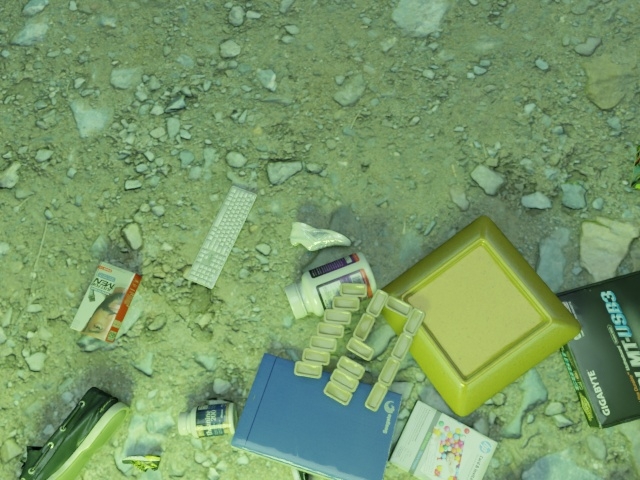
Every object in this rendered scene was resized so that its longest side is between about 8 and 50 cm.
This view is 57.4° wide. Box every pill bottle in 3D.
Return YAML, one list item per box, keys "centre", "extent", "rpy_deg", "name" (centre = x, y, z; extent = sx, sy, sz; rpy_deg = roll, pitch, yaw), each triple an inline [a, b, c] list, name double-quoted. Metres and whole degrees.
- centre: [0.022, 0.107, 1.317]
  extent: [0.193, 0.108, 0.108]
  rpy_deg: [-20, 74, -3]
  name: "pill bottle"
- centre: [-0.243, 0.391, 1.266]
  extent: [0.120, 0.067, 0.067]
  rpy_deg: [-6, 73, 1]
  name: "pill bottle"

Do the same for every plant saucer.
- centre: [0.331, 0.154, 1.267]
  extent: [0.332, 0.081, 0.333]
  rpy_deg: [-37, 73, 2]
  name: "plant saucer"

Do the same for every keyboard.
- centre: [-0.237, -0.011, 1.414]
  extent: [0.072, 0.014, 0.256]
  rpy_deg: [21, 75, 9]
  name: "keyboard"

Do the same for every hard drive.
- centre: [-0.004, 0.384, 1.246]
  extent: [0.318, 0.040, 0.210]
  rpy_deg: [15, 59, 7]
  name: "hard drive"

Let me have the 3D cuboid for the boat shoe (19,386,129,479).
- centre: [-0.565, 0.455, 1.233]
  extent: [0.113, 0.127, 0.340]
  rpy_deg: [37, 77, 13]
  name: "boat shoe"

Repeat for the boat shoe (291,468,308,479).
- centre: [-0.043, 0.473, 1.243]
  extent: [0.040, 0.049, 0.142]
  rpy_deg: [-17, 71, -3]
  name: "boat shoe"

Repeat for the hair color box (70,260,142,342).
- centre: [-0.497, 0.143, 1.361]
  extent: [0.093, 0.053, 0.167]
  rpy_deg: [18, 76, 7]
  name: "hair color box"

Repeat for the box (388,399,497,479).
- centre: [0.258, 0.448, 1.240]
  extent: [0.186, 0.038, 0.145]
  rpy_deg: [27, 77, 9]
  name: "box"

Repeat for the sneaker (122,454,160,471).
- centre: [-0.389, 0.483, 1.265]
  extent: [0.083, 0.031, 0.035]
  rpy_deg: [-2, 74, 2]
  name: "sneaker"

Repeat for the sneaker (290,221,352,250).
- centre: [0.000, 0.000, 1.384]
  extent: [0.152, 0.053, 0.061]
  rpy_deg: [13, 84, 13]
  name: "sneaker"

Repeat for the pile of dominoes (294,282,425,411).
- centre: [0.081, 0.220, 1.249]
  extent: [0.196, 0.040, 0.251]
  rpy_deg: [28, 81, 6]
  name: "pile of dominoes"

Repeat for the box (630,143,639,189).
- centre: [0.772, -0.203, 1.320]
  extent: [0.036, 0.207, 0.114]
  rpy_deg: [14, 74, 7]
  name: "box"

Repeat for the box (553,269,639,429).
- centre: [0.678, 0.225, 1.271]
  extent: [0.293, 0.073, 0.296]
  rpy_deg: [-14, 72, -2]
  name: "box"
